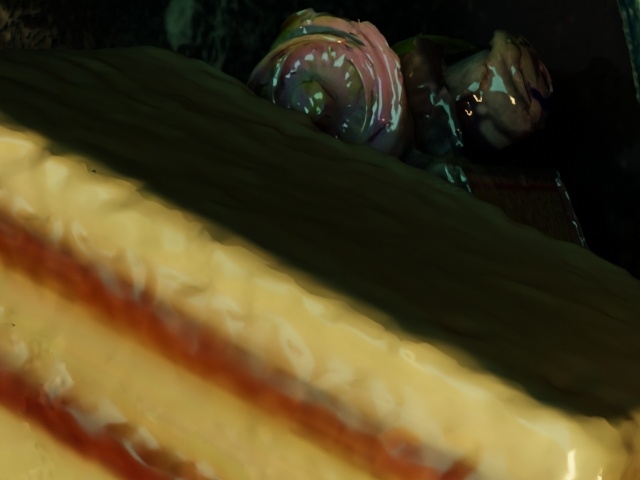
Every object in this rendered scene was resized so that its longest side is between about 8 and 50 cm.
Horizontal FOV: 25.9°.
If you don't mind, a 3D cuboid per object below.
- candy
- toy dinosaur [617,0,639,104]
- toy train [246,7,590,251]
[{"bbox_3d":[-0.016,0.039,0.514,0.321,0.179,0.135,26,110,24],"label":"candy"},{"bbox_3d":[0.100,-0.226,0.645,0.147,0.076,0.363,-48,69,32],"label":"toy dinosaur"},{"bbox_3d":[0.000,0.000,0.676,0.261,0.134,0.177,-25,77,31],"label":"toy train"}]
